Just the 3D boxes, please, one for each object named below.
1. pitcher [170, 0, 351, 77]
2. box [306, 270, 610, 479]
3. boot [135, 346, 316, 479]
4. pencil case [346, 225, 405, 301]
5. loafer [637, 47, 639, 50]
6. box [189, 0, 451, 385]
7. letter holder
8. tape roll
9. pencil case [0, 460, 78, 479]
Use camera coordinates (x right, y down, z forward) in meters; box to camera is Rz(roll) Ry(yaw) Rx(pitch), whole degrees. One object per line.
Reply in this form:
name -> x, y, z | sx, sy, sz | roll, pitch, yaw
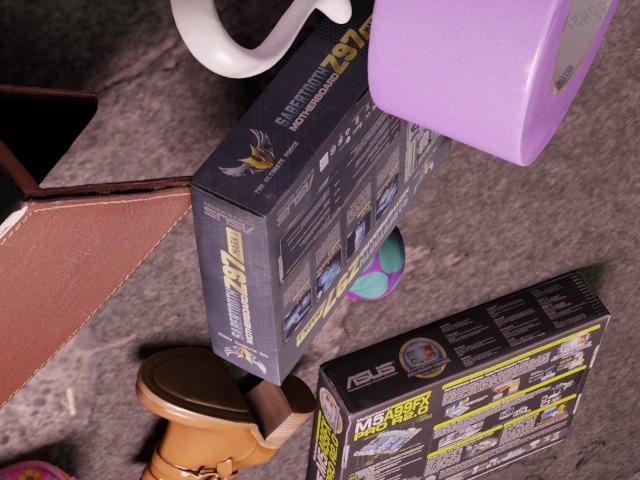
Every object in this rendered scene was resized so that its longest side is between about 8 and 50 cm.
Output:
pitcher -> -0.017, -0.165, 0.797 | 0.125, 0.178, 0.207 | -10, 176, 32
box -> 0.123, 0.154, 1.455 | 0.270, 0.060, 0.216 | -20, 145, -19
boot -> -0.110, 0.164, 1.270 | 0.152, 0.073, 0.197 | -42, 143, 24
pencil case -> 0.000, 0.000, 1.145 | 0.151, 0.064, 0.070 | 22, 104, -51
loafer -> 0.283, -0.201, 1.045 | 0.130, 0.134, 0.366 | -27, 147, -7
box -> 0.009, -0.048, 0.994 | 0.233, 0.059, 0.183 | -53, 157, -29
letter holder -> -0.241, 0.019, 0.893 | 0.302, 0.152, 0.214 | -44, 166, 19
tape roll -> 0.122, -0.183, 0.844 | 0.275, 0.090, 0.275 | -60, 165, -28
pencil case -> -0.220, 0.291, 1.301 | 0.124, 0.124, 0.284 | -24, 144, -12
